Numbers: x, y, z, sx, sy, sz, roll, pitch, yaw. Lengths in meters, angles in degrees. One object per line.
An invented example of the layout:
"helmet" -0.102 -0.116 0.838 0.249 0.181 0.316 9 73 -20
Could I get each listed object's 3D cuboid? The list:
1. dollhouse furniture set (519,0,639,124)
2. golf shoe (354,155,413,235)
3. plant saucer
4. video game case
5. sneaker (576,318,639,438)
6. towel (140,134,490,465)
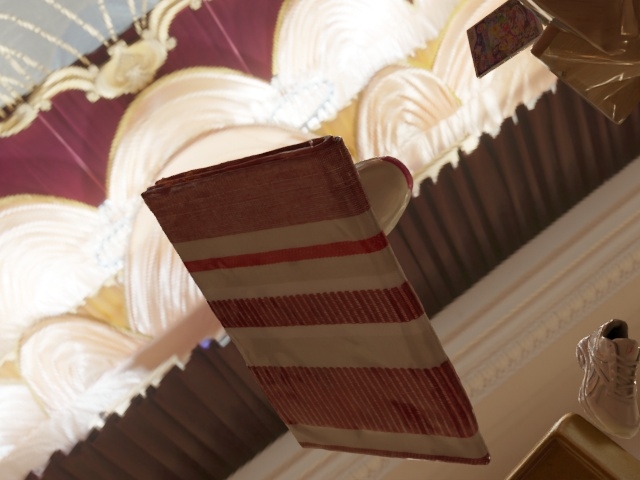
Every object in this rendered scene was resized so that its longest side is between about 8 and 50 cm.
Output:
"dollhouse furniture set" 0.275 -0.278 0.534 0.394 0.362 0.256 -54 -137 15
"golf shoe" 0.000 0.000 1.105 0.306 0.115 0.140 -39 -177 27
"plant saucer" 0.347 0.433 1.126 0.333 0.081 0.333 -47 -143 -3
"video game case" 0.268 -0.304 1.170 0.122 0.011 0.087 -30 -121 45
"sneaker" 0.492 0.220 1.338 0.090 0.115 0.232 15 -141 -8
"towel" -0.002 0.068 0.722 0.237 0.329 0.037 -7 -150 42
